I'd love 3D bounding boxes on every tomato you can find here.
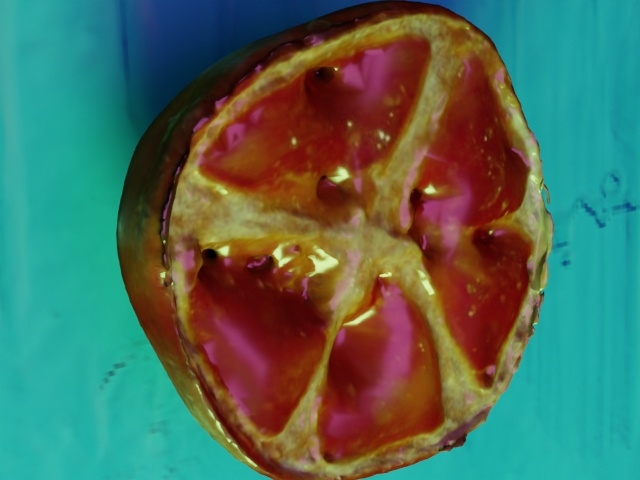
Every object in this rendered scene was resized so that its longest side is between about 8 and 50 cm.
[{"bbox_3d":[0.000,0.000,0.521,0.155,0.069,0.156,-7,101,-35],"label":"tomato"}]
